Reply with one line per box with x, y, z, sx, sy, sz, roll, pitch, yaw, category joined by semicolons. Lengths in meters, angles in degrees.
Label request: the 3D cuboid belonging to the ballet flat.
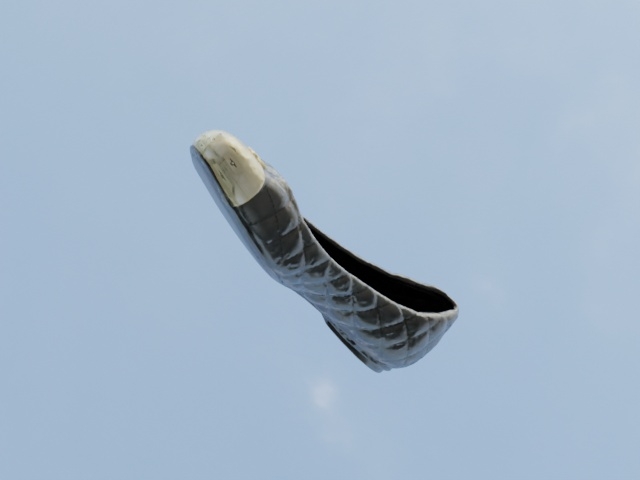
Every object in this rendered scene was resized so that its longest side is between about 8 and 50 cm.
0.000;0.000;0.792;0.049;0.057;0.173;-39;-45;7;ballet flat
